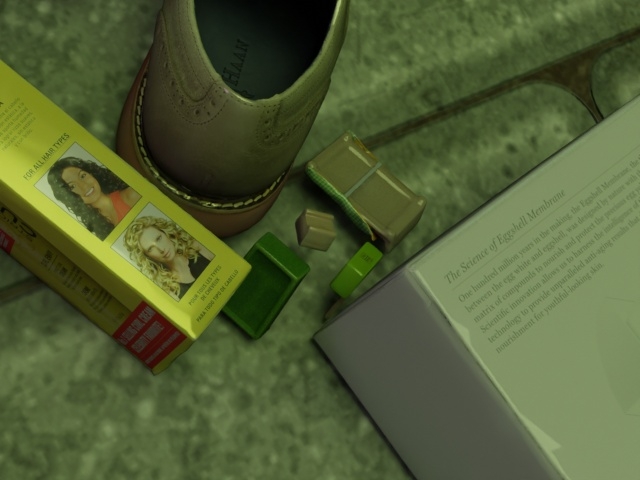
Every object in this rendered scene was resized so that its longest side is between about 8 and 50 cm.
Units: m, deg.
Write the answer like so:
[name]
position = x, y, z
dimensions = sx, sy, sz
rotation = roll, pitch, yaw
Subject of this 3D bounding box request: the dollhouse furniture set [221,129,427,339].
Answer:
[dollhouse furniture set]
position = 0.000, 0.000, 0.726
dimensions = 0.076, 0.058, 0.152
rotation = 41, 39, 4

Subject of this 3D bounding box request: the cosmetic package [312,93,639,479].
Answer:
[cosmetic package]
position = 0.160, 0.071, 0.702
dimensions = 0.224, 0.138, 0.224
rotation = -34, 87, -31

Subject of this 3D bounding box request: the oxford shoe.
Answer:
[oxford shoe]
position = -0.021, -0.199, 0.723
dimensions = 0.141, 0.146, 0.396
rotation = 14, 62, -16

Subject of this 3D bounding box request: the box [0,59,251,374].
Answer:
[box]
position = -0.152, -0.028, 0.632
dimensions = 0.232, 0.087, 0.058
rotation = 40, 61, -6
